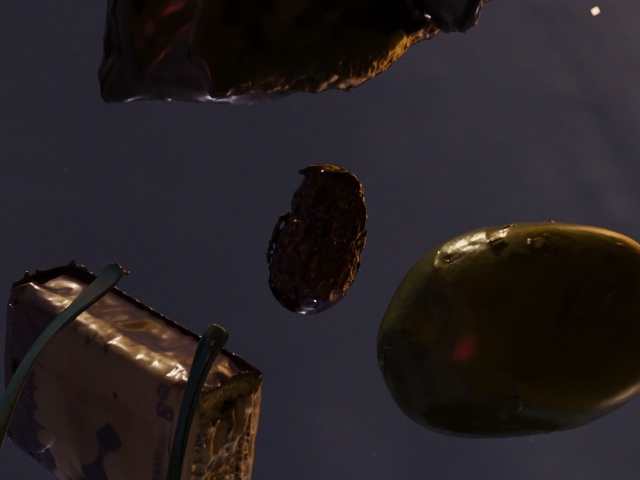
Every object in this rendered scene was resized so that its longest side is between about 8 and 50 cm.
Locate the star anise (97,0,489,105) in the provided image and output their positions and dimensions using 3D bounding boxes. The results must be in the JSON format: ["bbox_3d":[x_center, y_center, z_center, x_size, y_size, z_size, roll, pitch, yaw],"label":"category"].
[{"bbox_3d":[0.037,-0.153,0.611,0.331,0.331,0.118,-40,-75,-49],"label":"star anise"}]

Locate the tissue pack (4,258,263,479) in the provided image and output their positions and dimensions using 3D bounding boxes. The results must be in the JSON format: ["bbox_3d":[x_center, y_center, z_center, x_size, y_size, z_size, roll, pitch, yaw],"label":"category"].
[{"bbox_3d":[-0.226,0.199,1.558,0.125,0.343,0.242,-19,-55,-46],"label":"tissue pack"}]

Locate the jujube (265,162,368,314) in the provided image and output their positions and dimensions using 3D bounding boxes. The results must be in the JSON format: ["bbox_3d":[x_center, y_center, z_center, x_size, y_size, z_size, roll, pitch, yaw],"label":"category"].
[{"bbox_3d":[0.004,0.001,1.436,0.104,0.166,0.104,19,-163,-6],"label":"jujube"}]

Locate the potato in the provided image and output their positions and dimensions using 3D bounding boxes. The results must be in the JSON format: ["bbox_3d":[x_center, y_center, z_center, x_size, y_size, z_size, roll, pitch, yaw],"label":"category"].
[{"bbox_3d":[0.173,0.076,1.117,0.148,0.253,0.186,-112,-2,-64],"label":"potato"}]

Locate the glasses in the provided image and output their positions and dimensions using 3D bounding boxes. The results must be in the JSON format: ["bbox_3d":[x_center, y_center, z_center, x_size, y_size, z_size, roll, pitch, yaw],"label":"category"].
[{"bbox_3d":[-0.115,0.137,0.774,0.189,0.088,0.221,40,-108,-52],"label":"glasses"}]
